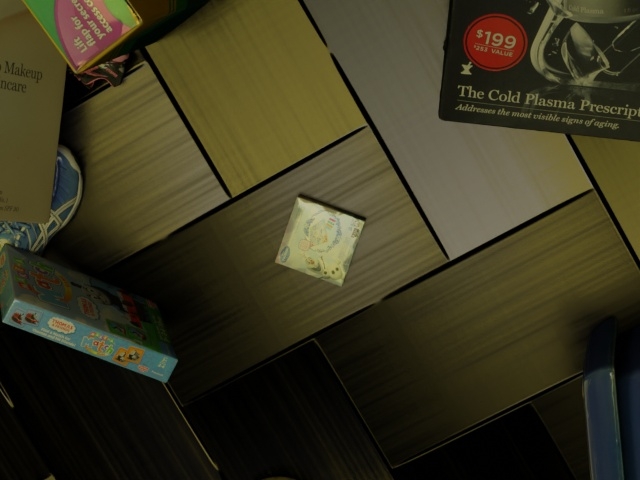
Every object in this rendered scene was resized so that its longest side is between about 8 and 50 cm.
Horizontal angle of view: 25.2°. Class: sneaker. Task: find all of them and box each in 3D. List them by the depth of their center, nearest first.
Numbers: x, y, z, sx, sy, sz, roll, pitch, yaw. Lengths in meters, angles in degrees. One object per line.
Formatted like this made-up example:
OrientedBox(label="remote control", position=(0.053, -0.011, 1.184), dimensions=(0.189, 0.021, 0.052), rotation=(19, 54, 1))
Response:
OrientedBox(label="sneaker", position=(-0.294, -0.214, 1.757), dimensions=(0.119, 0.047, 0.057), rotation=(8, 115, 7))
OrientedBox(label="sneaker", position=(-0.362, -0.022, 1.787), dimensions=(0.080, 0.081, 0.211), rotation=(27, 103, 3))

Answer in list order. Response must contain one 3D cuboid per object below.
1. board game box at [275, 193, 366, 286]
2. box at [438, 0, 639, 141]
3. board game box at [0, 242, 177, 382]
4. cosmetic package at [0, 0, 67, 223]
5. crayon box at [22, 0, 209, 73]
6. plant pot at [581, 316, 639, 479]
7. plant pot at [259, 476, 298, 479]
OrientedBox(label="board game box", position=(0.000, 0.000, 1.776), dimensions=(0.090, 0.020, 0.090), rotation=(20, 105, 2))
OrientedBox(label="box", position=(0.312, -0.284, 1.532), dimensions=(0.343, 0.179, 0.312), rotation=(6, 125, 4))
OrientedBox(label="board game box", position=(-0.284, 0.086, 1.723), dimensions=(0.211, 0.160, 0.039), rotation=(23, 106, -24))
OrientedBox(label="cosmetic package", position=(-0.389, -0.180, 1.673), dimensions=(0.113, 0.160, 0.309), rotation=(9, 93, 29))
OrientedBox(label="crayon box", position=(-0.295, -0.375, 1.578), dimensions=(0.106, 0.313, 0.363), rotation=(-35, 96, 14))
OrientedBox(label="plant pot", position=(0.418, 0.206, 1.664), dimensions=(0.212, 0.236, 0.236), rotation=(-4, 103, 15))
OrientedBox(label="plant pot", position=(-0.058, 0.382, 1.832), dimensions=(0.134, 0.095, 0.134), rotation=(2, 102, 8))
